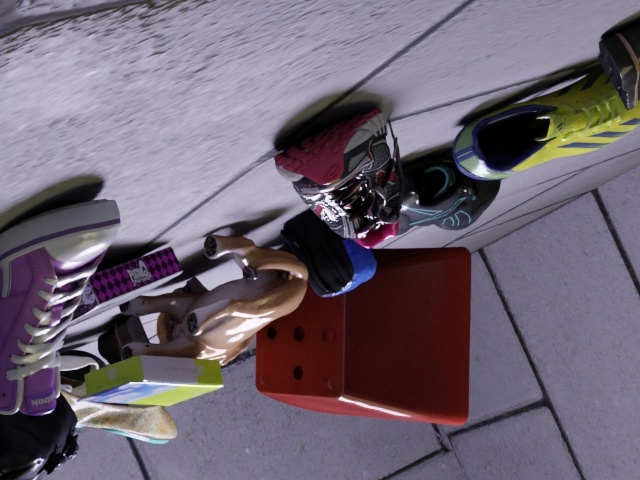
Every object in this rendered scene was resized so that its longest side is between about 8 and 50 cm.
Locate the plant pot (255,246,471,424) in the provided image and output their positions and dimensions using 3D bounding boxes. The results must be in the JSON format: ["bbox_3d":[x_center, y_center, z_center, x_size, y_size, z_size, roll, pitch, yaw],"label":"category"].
[{"bbox_3d":[0.048,0.140,2.221,0.267,0.267,0.235,-1,177,43],"label":"plant pot"}]

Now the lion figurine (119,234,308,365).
[{"bbox_3d":[-0.119,0.088,2.012,0.240,0.142,0.392,0,167,-39],"label":"lion figurine"}]

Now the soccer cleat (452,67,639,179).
[{"bbox_3d":[0.302,-0.147,1.836,0.289,0.093,0.121,-21,179,-6],"label":"soccer cleat"}]

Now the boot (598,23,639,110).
[{"bbox_3d":[0.398,-0.220,1.718,0.137,0.077,0.198,-29,174,7],"label":"boot"}]

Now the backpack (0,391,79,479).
[{"bbox_3d":[-0.541,0.308,2.010,0.355,0.273,0.290,-44,-178,6],"label":"backpack"}]

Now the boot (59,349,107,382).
[{"bbox_3d":[-0.467,0.245,2.383,0.178,0.085,0.236,-25,166,31],"label":"boot"}]

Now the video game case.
[{"bbox_3d":[-0.294,0.079,1.714,0.210,0.042,0.232,-25,180,20],"label":"video game case"}]

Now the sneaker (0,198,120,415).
[{"bbox_3d":[-0.253,0.071,1.375,0.102,0.161,0.282,-15,168,-44],"label":"sneaker"}]

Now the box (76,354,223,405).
[{"bbox_3d":[-0.229,0.188,1.987,0.109,0.042,0.178,-22,160,34],"label":"box"}]

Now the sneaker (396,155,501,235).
[{"bbox_3d":[0.170,-0.066,2.028,0.267,0.101,0.106,-18,169,-43],"label":"sneaker"}]

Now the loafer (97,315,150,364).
[{"bbox_3d":[-0.309,0.169,2.335,0.078,0.080,0.220,-23,174,-10],"label":"loafer"}]

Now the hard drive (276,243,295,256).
[{"bbox_3d":[0.000,0.000,2.309,0.135,0.022,0.094,-18,171,-44],"label":"hard drive"}]

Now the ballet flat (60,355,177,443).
[{"bbox_3d":[-0.343,0.237,2.269,0.348,0.123,0.123,15,148,-42],"label":"ballet flat"}]

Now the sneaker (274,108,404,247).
[{"bbox_3d":[0.038,-0.061,1.544,0.120,0.112,0.299,-24,173,9],"label":"sneaker"}]

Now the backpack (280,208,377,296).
[{"bbox_3d":[0.025,0.010,2.041,0.101,0.120,0.098,-17,170,-45],"label":"backpack"}]
